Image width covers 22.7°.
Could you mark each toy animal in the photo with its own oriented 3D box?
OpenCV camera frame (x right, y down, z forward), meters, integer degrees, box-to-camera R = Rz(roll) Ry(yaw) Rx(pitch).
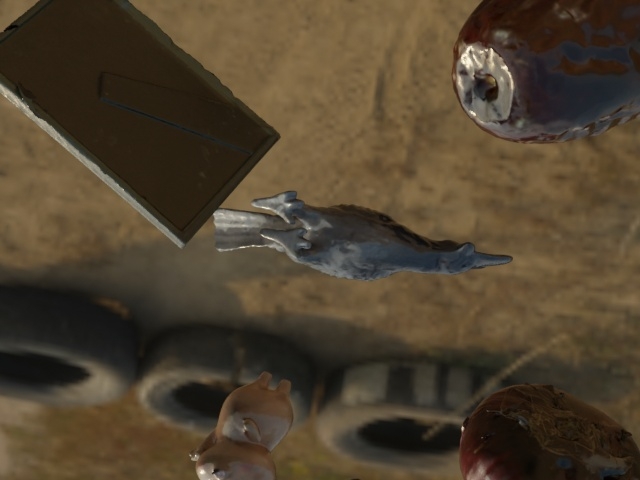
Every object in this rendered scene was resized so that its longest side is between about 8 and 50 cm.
[{"bbox_3d":[0.000,-0.003,1.698,0.367,0.081,0.206,6,175,25],"label":"toy animal"},{"bbox_3d":[-0.066,0.198,1.516,0.089,0.150,0.083,21,172,-32],"label":"toy animal"}]

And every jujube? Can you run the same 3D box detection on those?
[{"bbox_3d":[0.289,-0.224,1.770,0.318,0.223,0.223,-28,179,-33],"label":"jujube"}]

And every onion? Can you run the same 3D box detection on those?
[{"bbox_3d":[0.350,0.360,2.418,0.314,0.314,0.232,14,128,-15],"label":"onion"}]

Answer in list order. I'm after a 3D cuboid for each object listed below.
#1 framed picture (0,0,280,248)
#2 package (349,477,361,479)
[{"bbox_3d":[-0.191,-0.142,1.615,0.281,0.209,0.019,42,136,-2],"label":"framed picture"},{"bbox_3d":[-0.012,0.419,1.984,0.030,0.239,0.154,29,149,-9],"label":"package"}]
